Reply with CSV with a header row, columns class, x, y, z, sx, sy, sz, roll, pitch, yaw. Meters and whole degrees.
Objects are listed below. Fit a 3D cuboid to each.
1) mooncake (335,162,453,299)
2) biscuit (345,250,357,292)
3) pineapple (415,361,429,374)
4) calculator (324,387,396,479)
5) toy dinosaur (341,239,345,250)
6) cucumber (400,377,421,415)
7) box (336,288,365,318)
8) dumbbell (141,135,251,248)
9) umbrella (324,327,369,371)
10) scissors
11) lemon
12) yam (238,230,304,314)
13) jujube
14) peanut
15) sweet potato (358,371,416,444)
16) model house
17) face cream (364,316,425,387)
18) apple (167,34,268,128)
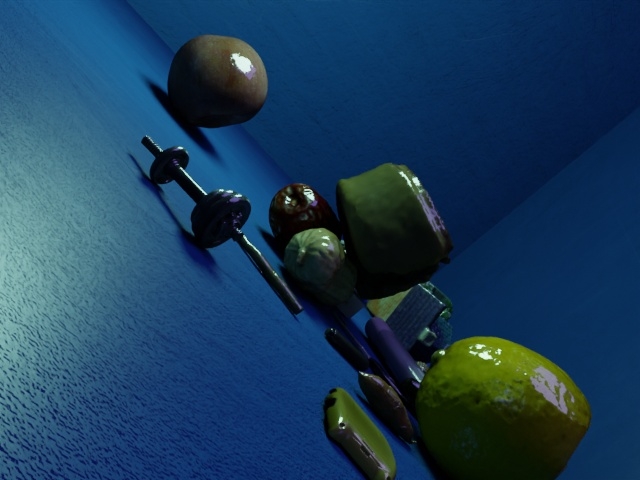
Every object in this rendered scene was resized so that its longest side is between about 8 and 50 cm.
class,x,y,z,sx,sy,sz,roll,pitch,yaw
mooncake,0.185,0.004,1.884,0.394,0.246,0.393,-114,-176,-61
biscuit,0.114,0.111,2.558,0.144,0.079,0.426,68,11,15
pineapple,0.271,0.385,2.136,0.074,0.074,0.159,51,10,11
calculator,0.064,0.300,1.171,0.157,0.033,0.236,49,3,-1
toy dinosaur,0.000,0.000,2.271,0.206,0.092,0.393,33,6,-18
cucumber,0.274,0.430,1.840,0.227,0.069,0.069,52,5,-6
box,0.026,0.100,2.083,0.149,0.067,0.233,50,4,-30
dumbbell,-0.217,-0.090,1.249,0.254,0.110,0.110,45,3,18
umbrella,0.057,0.233,1.607,0.133,0.031,0.036,47,-20,-24
scissors,0.114,0.278,1.814,0.300,0.022,0.109,52,2,24
lemon,0.364,0.365,1.607,0.364,0.364,0.364,49,5,-6
yam,-0.112,0.054,1.496,0.234,0.029,0.027,50,-22,15
jujube,-0.035,-0.037,1.922,0.183,0.183,0.243,54,-10,37
peanut,-0.001,0.058,1.761,0.159,0.143,0.291,46,-2,25
sweet potato,0.137,0.326,1.470,0.205,0.060,0.068,59,37,-17
model house,0.354,0.283,2.551,0.312,0.245,0.280,40,2,-27
face cream,0.210,0.323,2.014,0.269,0.073,0.107,55,-4,44
apple,-0.286,-0.445,2.092,0.306,0.306,0.234,11,72,-82
